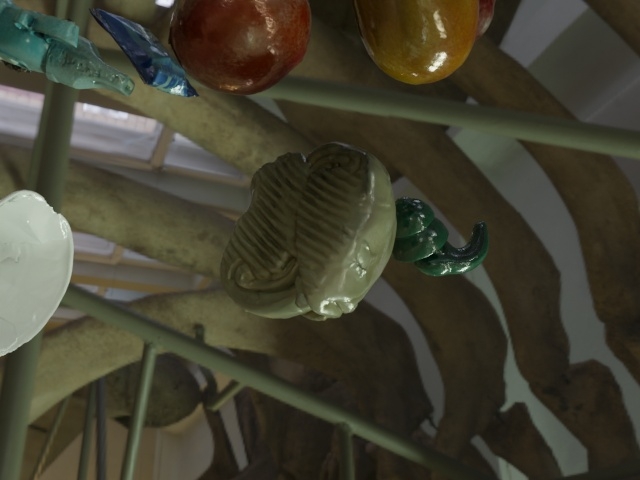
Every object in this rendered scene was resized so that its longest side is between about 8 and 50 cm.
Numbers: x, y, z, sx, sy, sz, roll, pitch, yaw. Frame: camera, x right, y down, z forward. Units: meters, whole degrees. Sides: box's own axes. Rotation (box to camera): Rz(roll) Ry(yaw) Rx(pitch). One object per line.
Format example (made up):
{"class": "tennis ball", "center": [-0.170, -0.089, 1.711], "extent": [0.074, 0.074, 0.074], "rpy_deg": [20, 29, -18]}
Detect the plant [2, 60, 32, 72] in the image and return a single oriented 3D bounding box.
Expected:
{"class": "plant", "center": [-0.606, -0.384, 1.284], "extent": [0.087, 0.174, 0.085], "rpy_deg": [-29, -152, 47]}

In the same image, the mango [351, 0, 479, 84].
{"class": "mango", "center": [0.105, -0.288, 0.760], "extent": [0.120, 0.151, 0.221], "rpy_deg": [14, -54, 53]}

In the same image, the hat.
{"class": "hat", "center": [-0.406, 0.028, 0.793], "extent": [0.203, 0.126, 0.203], "rpy_deg": [15, 90, -71]}

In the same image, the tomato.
{"class": "tomato", "center": [-0.140, -0.394, 1.224], "extent": [0.265, 0.265, 0.265], "rpy_deg": [-170, -90, -68]}

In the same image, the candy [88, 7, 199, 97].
{"class": "candy", "center": [-0.364, -0.391, 1.432], "extent": [0.077, 0.187, 0.331], "rpy_deg": [-38, -177, 7]}

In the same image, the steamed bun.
{"class": "steamed bun", "center": [0.008, 0.000, 1.204], "extent": [0.310, 0.219, 0.324], "rpy_deg": [-2, -113, 39]}

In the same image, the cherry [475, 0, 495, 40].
{"class": "cherry", "center": [0.229, -0.484, 1.403], "extent": [0.300, 0.203, 0.230], "rpy_deg": [-37, -117, 7]}

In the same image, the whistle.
{"class": "whistle", "center": [-0.418, -0.294, 1.034], "extent": [0.186, 0.274, 0.093], "rpy_deg": [116, -1, -83]}

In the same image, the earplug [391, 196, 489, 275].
{"class": "earplug", "center": [0.305, -0.016, 1.795], "extent": [0.257, 0.280, 0.164], "rpy_deg": [-32, -157, 12]}
